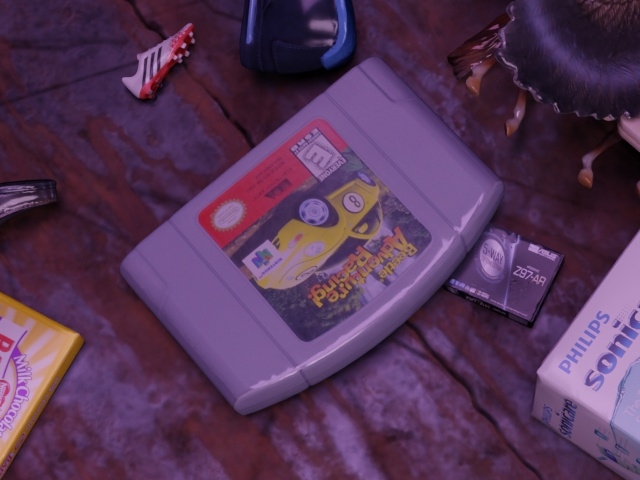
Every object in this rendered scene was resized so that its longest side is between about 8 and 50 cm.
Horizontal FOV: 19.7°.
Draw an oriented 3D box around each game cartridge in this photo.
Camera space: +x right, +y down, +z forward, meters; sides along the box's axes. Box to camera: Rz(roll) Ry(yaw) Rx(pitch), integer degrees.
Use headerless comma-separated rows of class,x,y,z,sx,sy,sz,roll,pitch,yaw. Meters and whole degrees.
game cartridge,0.000,0.000,1.548,0.294,0.060,0.196,-40,71,-7

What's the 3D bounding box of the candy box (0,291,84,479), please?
candy box,-0.295,0.145,1.551,0.105,0.027,0.206,27,75,11

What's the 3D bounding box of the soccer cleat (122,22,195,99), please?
soccer cleat,-0.143,-0.164,1.645,0.035,0.029,0.083,33,81,11

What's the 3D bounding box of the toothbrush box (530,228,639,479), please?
toothbrush box,0.344,0.119,1.439,0.295,0.126,0.216,33,74,15

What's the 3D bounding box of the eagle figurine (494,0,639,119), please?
eagle figurine,0.267,-0.238,1.497,0.298,0.226,0.225,-29,94,9

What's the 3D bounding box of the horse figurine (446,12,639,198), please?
horse figurine,0.237,-0.135,1.570,0.263,0.066,0.174,33,64,22

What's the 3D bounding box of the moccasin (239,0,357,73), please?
moccasin,-0.050,-0.312,1.633,0.117,0.138,0.342,-11,69,7

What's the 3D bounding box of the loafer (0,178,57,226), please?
loafer,-0.305,-0.010,1.597,0.170,0.062,0.061,-17,92,3

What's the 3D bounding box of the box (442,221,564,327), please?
box,0.154,0.026,1.550,0.083,0.018,0.067,25,75,14

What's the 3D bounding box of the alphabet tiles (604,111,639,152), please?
alphabet tiles,0.343,-0.154,1.531,0.284,0.021,0.278,-27,53,-26
